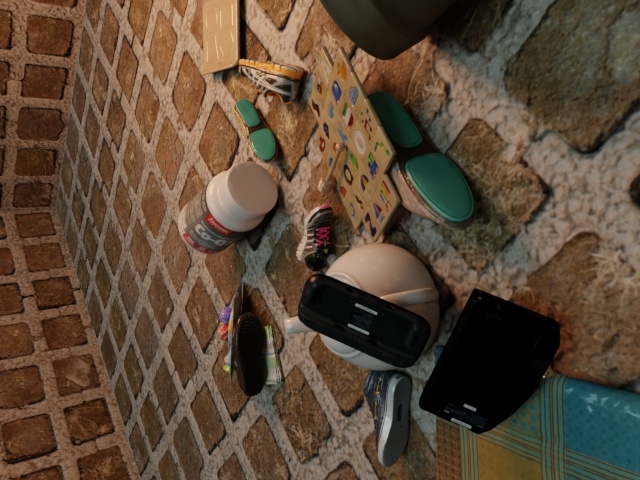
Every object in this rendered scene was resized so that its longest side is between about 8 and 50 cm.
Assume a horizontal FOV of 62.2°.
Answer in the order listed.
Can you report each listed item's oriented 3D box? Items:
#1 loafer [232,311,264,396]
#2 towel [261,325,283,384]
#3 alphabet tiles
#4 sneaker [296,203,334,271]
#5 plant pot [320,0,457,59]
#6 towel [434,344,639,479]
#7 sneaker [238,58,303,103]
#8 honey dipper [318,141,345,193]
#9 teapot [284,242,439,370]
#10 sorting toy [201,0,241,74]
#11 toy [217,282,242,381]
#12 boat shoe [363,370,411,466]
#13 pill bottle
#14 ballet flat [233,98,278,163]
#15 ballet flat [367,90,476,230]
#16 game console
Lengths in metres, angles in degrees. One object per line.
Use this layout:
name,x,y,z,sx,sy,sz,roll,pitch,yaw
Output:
loafer,-0.200,0.294,1.385,0.078,0.080,0.219,5,97,53
towel,-0.147,0.304,1.396,0.113,0.023,0.151,-22,77,50
alphabet tiles,0.055,-0.177,0.995,0.285,0.011,0.342,109,142,-65
sneaker,0.000,0.000,1.139,0.074,0.063,0.170,52,137,35
plant pot,0.145,-0.460,0.731,0.281,0.323,0.322,-18,80,34
towel,0.322,0.321,0.792,0.370,0.040,0.271,5,98,53
sneaker,-0.124,-0.373,1.231,0.215,0.084,0.083,30,123,45
honey dipper,0.025,-0.144,1.059,0.160,0.031,0.030,117,135,-63
teapot,0.077,0.125,0.955,0.252,0.187,0.255,42,125,40
sorting toy,-0.262,-0.556,1.422,0.193,0.038,0.208,11,99,51
toy,-0.249,0.245,1.440,0.137,0.056,0.237,-91,3,-74
boat shoe,0.124,0.336,1.028,0.083,0.065,0.183,14,99,52
pill bottle,-0.238,-0.079,1.348,0.283,0.161,0.161,-29,72,50
ballet flat,-0.157,-0.260,1.313,0.067,0.073,0.206,97,153,-62
ballet flat,0.157,-0.121,0.908,0.106,0.108,0.315,103,148,-54
game console,0.139,0.140,0.781,0.362,0.044,0.213,22,118,9
